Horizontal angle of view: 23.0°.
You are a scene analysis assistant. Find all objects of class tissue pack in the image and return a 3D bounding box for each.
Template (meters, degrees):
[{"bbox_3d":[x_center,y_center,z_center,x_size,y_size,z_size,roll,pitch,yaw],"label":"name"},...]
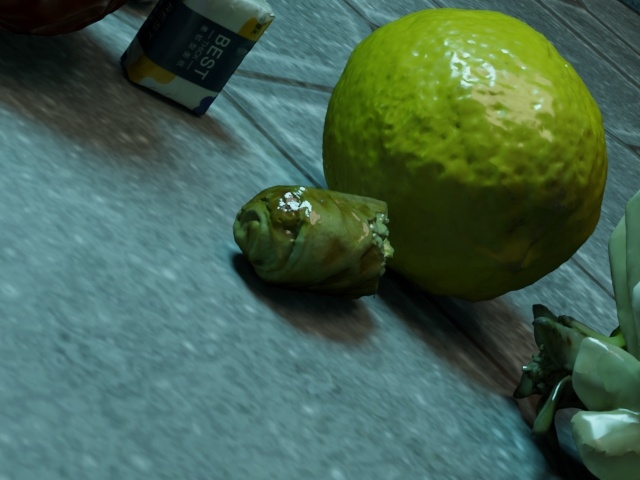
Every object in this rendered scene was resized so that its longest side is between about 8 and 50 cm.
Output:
[{"bbox_3d":[-0.077,-0.127,0.977,0.062,0.083,0.042,25,23,-32],"label":"tissue pack"}]

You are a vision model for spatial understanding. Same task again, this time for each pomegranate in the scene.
[{"bbox_3d":[0.198,0.095,0.902,0.169,0.149,0.148,0,22,2],"label":"pomegranate"}]

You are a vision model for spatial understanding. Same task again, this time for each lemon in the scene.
[{"bbox_3d":[0.088,-0.055,0.979,0.180,0.180,0.193,33,38,-13],"label":"lemon"}]

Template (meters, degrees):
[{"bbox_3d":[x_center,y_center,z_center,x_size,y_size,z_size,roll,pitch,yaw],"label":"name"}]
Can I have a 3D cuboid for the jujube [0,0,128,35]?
[{"bbox_3d":[-0.140,-0.234,0.878,0.213,0.232,0.213,42,-7,6],"label":"jujube"}]

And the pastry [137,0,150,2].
[{"bbox_3d":[-0.135,-0.267,1.175,0.112,0.103,0.265,5,39,-29],"label":"pastry"}]

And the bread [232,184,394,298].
[{"bbox_3d":[0.000,0.000,0.858,0.066,0.060,0.110,32,11,36],"label":"bread"}]

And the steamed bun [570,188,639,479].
[{"bbox_3d":[0.237,0.133,0.736,0.189,0.247,0.428,48,23,-78],"label":"steamed bun"}]
